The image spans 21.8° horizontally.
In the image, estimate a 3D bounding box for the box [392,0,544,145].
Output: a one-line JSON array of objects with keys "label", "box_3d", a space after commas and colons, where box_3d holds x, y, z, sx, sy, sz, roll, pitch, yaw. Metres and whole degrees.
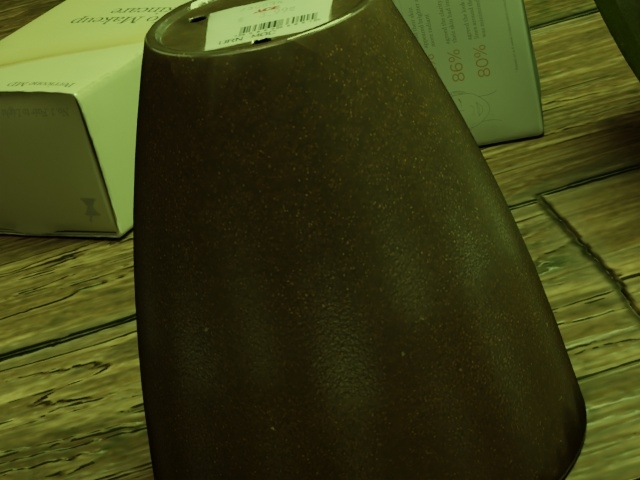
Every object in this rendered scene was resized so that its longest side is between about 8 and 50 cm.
[{"label": "box", "box_3d": [0.059, -0.133, 1.145, 0.170, 0.130, 0.091, -9, 26, 10]}]

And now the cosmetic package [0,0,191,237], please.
[{"label": "cosmetic package", "box_3d": [-0.137, -0.122, 1.249, 0.160, 0.113, 0.309, 2, 28, 31]}]

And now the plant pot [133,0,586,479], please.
[{"label": "plant pot", "box_3d": [0.000, 0.000, 0.774, 0.215, 0.230, 0.215, -11, 25, 5]}]

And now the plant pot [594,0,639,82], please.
[{"label": "plant pot", "box_3d": [0.342, -0.219, 0.977, 0.353, 0.366, 0.366, -28, 26, -2]}]
